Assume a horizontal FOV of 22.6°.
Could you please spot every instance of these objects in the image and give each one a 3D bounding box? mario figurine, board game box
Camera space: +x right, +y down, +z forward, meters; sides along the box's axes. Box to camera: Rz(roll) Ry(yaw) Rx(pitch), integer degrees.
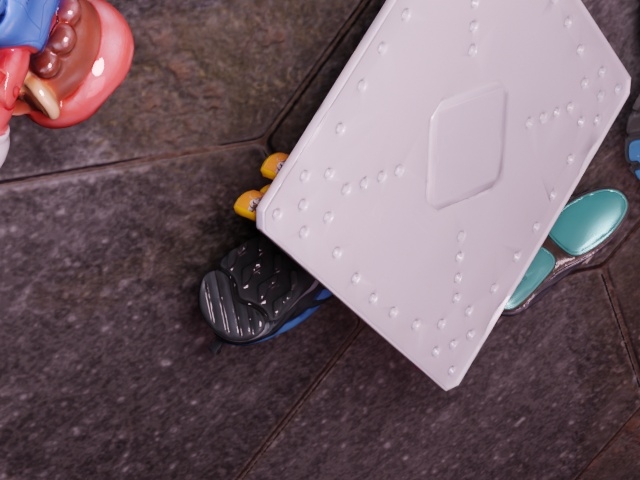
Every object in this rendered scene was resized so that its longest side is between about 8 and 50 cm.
[{"bbox_3d":[-0.270,-0.178,1.227,0.198,0.170,0.320,-44,159,-6],"label":"mario figurine"},{"bbox_3d":[0.124,-0.097,1.541,0.390,0.050,0.390,-59,140,-10],"label":"board game box"}]

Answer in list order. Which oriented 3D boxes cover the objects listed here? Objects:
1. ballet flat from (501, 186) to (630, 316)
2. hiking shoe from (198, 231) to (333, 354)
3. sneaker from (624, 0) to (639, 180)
[{"bbox_3d":[0.271,0.014,1.848,0.203,0.074,0.074,-41,139,-3],"label":"ballet flat"},{"bbox_3d":[0.000,0.000,1.642,0.304,0.113,0.132,-33,170,-12],"label":"hiking shoe"},{"bbox_3d":[0.405,-0.222,1.693,0.140,0.125,0.340,-38,145,-52],"label":"sneaker"}]
